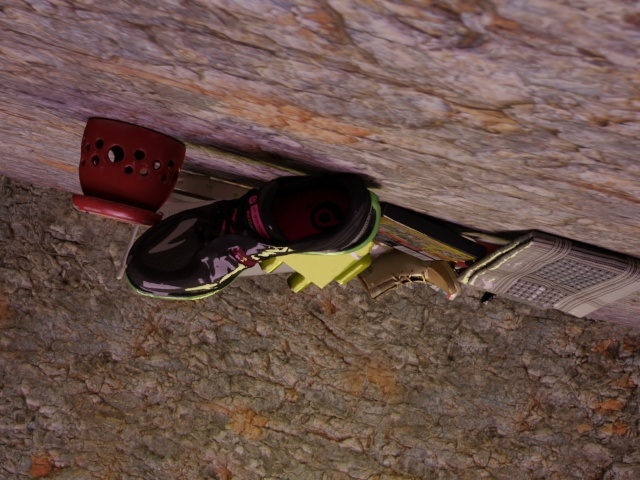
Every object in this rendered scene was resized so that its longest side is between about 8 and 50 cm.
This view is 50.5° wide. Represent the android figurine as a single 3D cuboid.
[{"bbox_3d":[0.000,0.000,1.431,0.248,0.273,0.056,35,-149,-23],"label":"android figurine"}]

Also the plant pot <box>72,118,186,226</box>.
[{"bbox_3d":[-0.367,-0.123,1.297,0.191,0.174,0.191,12,177,1],"label":"plant pot"}]

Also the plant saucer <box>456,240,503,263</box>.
[{"bbox_3d":[0.422,0.040,1.803,0.259,0.048,0.258,13,176,14],"label":"plant saucer"}]

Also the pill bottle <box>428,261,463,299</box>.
[{"bbox_3d":[0.354,0.091,2.071,0.180,0.108,0.108,33,179,10],"label":"pill bottle"}]

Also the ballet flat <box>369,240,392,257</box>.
[{"bbox_3d":[0.088,-0.002,1.833,0.348,0.123,0.123,10,175,35],"label":"ballet flat"}]

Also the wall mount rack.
[{"bbox_3d":[-0.436,-0.030,1.898,0.350,0.304,0.130,17,146,-34],"label":"wall mount rack"}]

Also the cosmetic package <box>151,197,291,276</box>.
[{"bbox_3d":[-0.185,-0.003,1.607,0.384,0.156,0.217,-3,169,3],"label":"cosmetic package"}]

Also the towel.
[{"bbox_3d":[0.504,0.086,1.474,0.312,0.056,0.324,15,157,-12],"label":"towel"}]

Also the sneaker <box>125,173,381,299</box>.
[{"bbox_3d":[-0.130,-0.030,1.230,0.482,0.185,0.202,-18,160,-2],"label":"sneaker"}]

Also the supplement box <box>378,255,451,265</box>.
[{"bbox_3d":[0.274,0.058,1.974,0.078,0.080,0.233,18,-174,-38],"label":"supplement box"}]

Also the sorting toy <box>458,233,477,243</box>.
[{"bbox_3d":[0.348,0.006,1.642,0.083,0.045,0.075,24,164,7],"label":"sorting toy"}]

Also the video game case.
[{"bbox_3d":[0.205,-0.013,1.575,0.274,0.035,0.248,23,170,-20],"label":"video game case"}]

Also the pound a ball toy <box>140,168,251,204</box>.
[{"bbox_3d":[-0.323,-0.096,1.746,0.319,0.136,0.208,14,176,-10],"label":"pound a ball toy"}]

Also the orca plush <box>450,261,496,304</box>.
[{"bbox_3d":[0.408,0.110,1.741,0.151,0.102,0.287,16,175,-35],"label":"orca plush"}]

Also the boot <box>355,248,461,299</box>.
[{"bbox_3d":[0.222,0.099,1.779,0.262,0.203,0.095,44,159,46],"label":"boot"}]

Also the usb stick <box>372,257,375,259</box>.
[{"bbox_3d":[0.182,0.039,2.308,0.278,0.077,0.045,16,136,18],"label":"usb stick"}]
